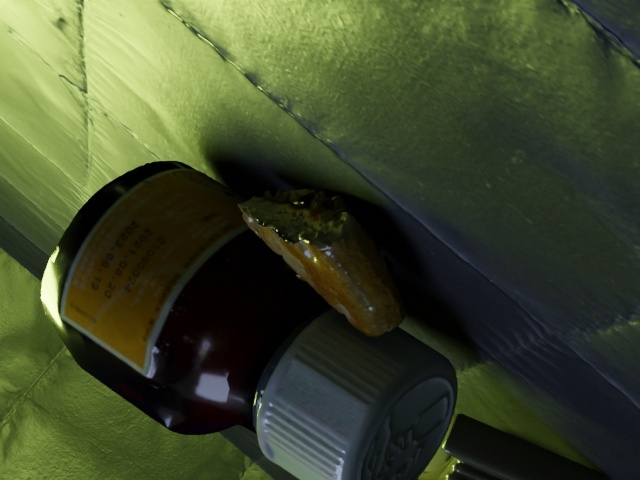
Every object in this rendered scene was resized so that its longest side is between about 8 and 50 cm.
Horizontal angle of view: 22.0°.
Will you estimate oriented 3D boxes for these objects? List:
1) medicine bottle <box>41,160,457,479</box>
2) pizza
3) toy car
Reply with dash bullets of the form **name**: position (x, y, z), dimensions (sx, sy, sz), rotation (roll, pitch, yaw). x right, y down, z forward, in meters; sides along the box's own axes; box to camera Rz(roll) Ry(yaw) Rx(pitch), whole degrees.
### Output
- **medicine bottle**: position (-0.063, 0.103, 1.591), dimensions (0.395, 0.242, 0.242), rotation (33, 166, 27)
- **pizza**: position (0.001, -0.002, 1.445), dimensions (0.194, 0.069, 0.154), rotation (38, 169, 41)
- **toy car**: position (0.149, 0.281, 1.727), dimensions (0.242, 0.226, 0.336), rotation (22, -176, -4)
